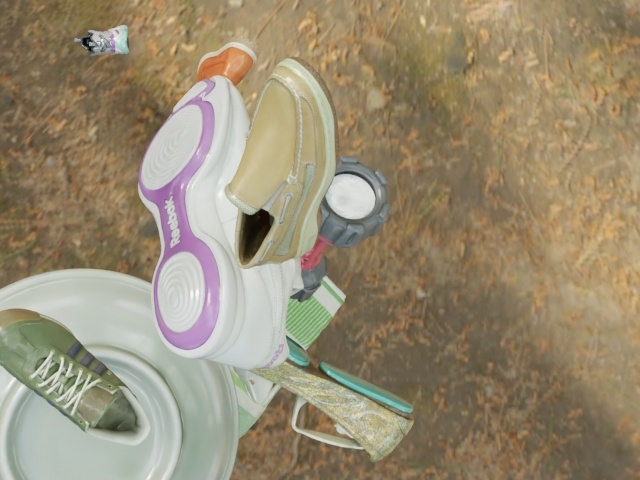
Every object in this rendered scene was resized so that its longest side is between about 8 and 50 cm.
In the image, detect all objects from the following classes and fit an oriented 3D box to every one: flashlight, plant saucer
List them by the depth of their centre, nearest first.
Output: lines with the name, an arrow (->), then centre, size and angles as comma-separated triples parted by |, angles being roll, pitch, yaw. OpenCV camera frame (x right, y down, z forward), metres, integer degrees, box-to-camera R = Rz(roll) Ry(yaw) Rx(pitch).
plant saucer -> -0.279, 0.233, 1.264 | 0.401, 0.100, 0.400 | 1, 88, -21
flashlight -> 0.000, 0.000, 1.342 | 0.103, 0.103, 0.304 | 25, 153, -4

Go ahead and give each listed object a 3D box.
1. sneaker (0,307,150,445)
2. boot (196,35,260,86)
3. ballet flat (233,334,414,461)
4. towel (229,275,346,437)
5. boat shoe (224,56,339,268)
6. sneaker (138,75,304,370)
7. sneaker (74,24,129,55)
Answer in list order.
sneaker -> -0.227, 0.134, 0.994 | 0.064, 0.086, 0.192 | -50, 136, -10
boot -> -0.148, -0.226, 1.496 | 0.059, 0.084, 0.158 | 31, 158, -17
ballet flat -> -0.033, 0.203, 1.490 | 0.349, 0.123, 0.123 | 32, 115, -9
towel -> -0.116, 0.153, 1.802 | 0.325, 0.038, 0.248 | -53, 128, -15
boat shoe -> -0.034, -0.043, 0.761 | 0.072, 0.068, 0.190 | -28, 144, -26
sneaker -> -0.091, -0.014, 1.013 | 0.114, 0.305, 0.152 | -24, 146, 32
sneaker -> -0.280, -0.256, 1.353 | 0.069, 0.098, 0.038 | -4, 100, -9
